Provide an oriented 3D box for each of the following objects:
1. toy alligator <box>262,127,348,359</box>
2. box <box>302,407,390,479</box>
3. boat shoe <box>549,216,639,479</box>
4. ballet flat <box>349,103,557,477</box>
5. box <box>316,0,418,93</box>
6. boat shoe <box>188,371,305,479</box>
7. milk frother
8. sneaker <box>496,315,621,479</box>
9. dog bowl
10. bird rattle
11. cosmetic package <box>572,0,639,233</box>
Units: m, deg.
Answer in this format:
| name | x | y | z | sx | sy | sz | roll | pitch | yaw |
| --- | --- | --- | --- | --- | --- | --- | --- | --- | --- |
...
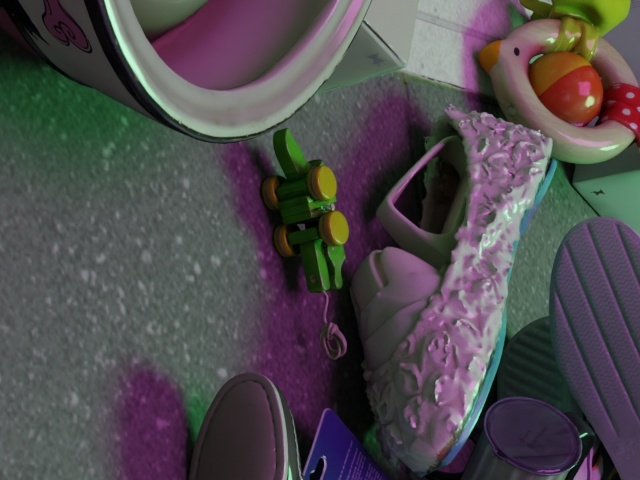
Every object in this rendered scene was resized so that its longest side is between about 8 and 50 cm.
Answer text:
| name | x | y | z | sx | sy | sz | roll | pitch | yaw |
| --- | --- | --- | --- | --- | --- | --- | --- | --- | --- |
| toy alligator | 0.000 | 0.000 | 1.491 | 0.051 | 0.056 | 0.189 | -19 | 95 | -57 |
| box | 0.033 | 0.252 | 1.472 | 0.225 | 0.036 | 0.136 | 54 | 39 | -33 |
| boat shoe | 0.297 | 0.141 | 1.659 | 0.119 | 0.121 | 0.335 | -2 | 74 | -68 |
| ballet flat | 0.095 | 0.028 | 1.590 | 0.147 | 0.147 | 0.409 | 57 | 35 | -28 |
| box | 0.026 | -0.266 | 1.574 | 0.094 | 0.113 | 0.275 | 43 | 45 | -40 |
| boat shoe | -0.047 | 0.212 | 1.335 | 0.069 | 0.081 | 0.227 | 20 | 70 | -55 |
| milk frother | 0.140 | 0.178 | 1.529 | 0.129 | 0.143 | 0.134 | -40 | 156 | -47 |
| sneaker | 0.218 | 0.222 | 1.678 | 0.127 | 0.126 | 0.321 | 48 | 41 | -29 |
| dog bowl | -0.096 | -0.277 | 1.258 | 0.408 | 0.150 | 0.408 | -31 | 127 | -54 |
| bird rattle | 0.267 | -0.148 | 1.866 | 0.207 | 0.143 | 0.253 | -22 | 82 | -32 |
| cosmetic package | 0.427 | -0.092 | 2.130 | 0.377 | 0.097 | 0.284 | 41 | 50 | -42 |
